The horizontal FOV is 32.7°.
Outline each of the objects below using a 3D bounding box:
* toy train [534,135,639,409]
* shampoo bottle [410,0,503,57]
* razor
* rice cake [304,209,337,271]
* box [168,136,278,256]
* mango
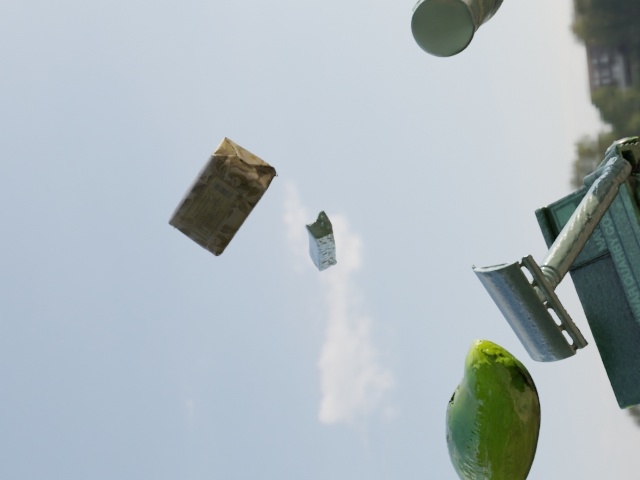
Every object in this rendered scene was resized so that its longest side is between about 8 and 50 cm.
[{"bbox_3d":[0.376,0.049,1.240,0.138,0.178,0.330,-9,-103,-38],"label":"toy train"},{"bbox_3d":[0.088,-0.154,0.664,0.191,0.041,0.069,-62,-38,-60],"label":"shampoo bottle"},{"bbox_3d":[0.234,-0.005,1.008,0.106,0.068,0.232,55,-127,-19],"label":"razor"},{"bbox_3d":[0.000,0.000,1.319,0.042,0.030,0.180,61,175,12],"label":"rice cake"},{"bbox_3d":[-0.089,-0.039,0.992,0.062,0.098,0.045,36,-146,-7],"label":"box"},{"bbox_3d":[0.206,0.213,1.323,0.111,0.125,0.233,-28,-56,-28],"label":"mango"}]
